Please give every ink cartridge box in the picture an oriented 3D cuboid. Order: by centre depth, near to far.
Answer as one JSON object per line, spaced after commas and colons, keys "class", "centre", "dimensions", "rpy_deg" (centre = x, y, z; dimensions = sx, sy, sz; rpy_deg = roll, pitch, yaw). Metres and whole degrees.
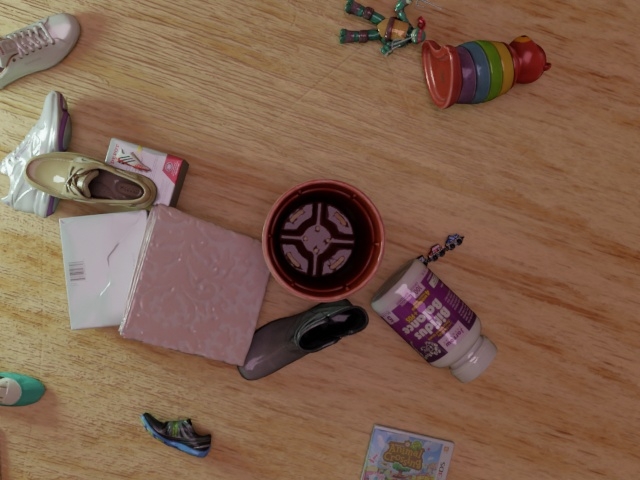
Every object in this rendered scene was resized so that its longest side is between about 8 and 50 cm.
{"class": "ink cartridge box", "centre": [-0.423, -0.156, 1.888], "dimensions": [0.176, 0.127, 0.128], "rpy_deg": [18, 89, -4]}

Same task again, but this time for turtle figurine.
{"class": "turtle figurine", "centre": [0.172, -0.521, 1.932], "dimensions": [0.234, 0.118, 0.175], "rpy_deg": [11, 75, 11]}

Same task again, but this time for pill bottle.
{"class": "pill bottle", "centre": [0.282, 0.202, 1.921], "dimensions": [0.301, 0.169, 0.169], "rpy_deg": [43, 88, -3]}

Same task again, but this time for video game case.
{"class": "video game case", "centre": [0.216, 0.582, 1.993], "dimensions": [0.213, 0.023, 0.193], "rpy_deg": [14, 90, -4]}

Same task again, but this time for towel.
{"class": "towel", "centre": [-0.284, 0.112, 1.852], "dimensions": [0.332, 0.053, 0.316], "rpy_deg": [22, 77, -31]}

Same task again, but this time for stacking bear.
{"class": "stacking bear", "centre": [0.418, -0.426, 1.934], "dimensions": [0.289, 0.175, 0.164], "rpy_deg": [-13, 113, -13]}

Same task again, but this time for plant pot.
{"class": "plant pot", "centre": [0.000, 0.000, 1.851], "dimensions": [0.273, 0.265, 0.272], "rpy_deg": [0, 90, -4]}

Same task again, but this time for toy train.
{"class": "toy train", "centre": [0.295, 0.028, 1.992], "dimensions": [0.158, 0.027, 0.036], "rpy_deg": [-33, 82, -2]}

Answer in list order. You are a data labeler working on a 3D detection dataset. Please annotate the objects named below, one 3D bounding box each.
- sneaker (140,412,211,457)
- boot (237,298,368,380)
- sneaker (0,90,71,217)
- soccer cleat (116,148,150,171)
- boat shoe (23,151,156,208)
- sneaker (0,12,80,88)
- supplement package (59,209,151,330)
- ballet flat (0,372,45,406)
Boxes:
{"class": "sneaker", "centre": [-0.355, 0.470, 1.940], "dimensions": [0.188, 0.067, 0.078], "rpy_deg": [25, 68, -2]}
{"class": "boot", "centre": [-0.056, 0.233, 1.871], "dimensions": [0.338, 0.223, 0.118], "rpy_deg": [-33, 93, -3]}
{"class": "sneaker", "centre": [-0.684, -0.212, 1.876], "dimensions": [0.152, 0.114, 0.305], "rpy_deg": [11, 90, -5]}
{"class": "soccer cleat", "centre": [-0.429, -0.184, 1.809], "dimensions": [0.083, 0.029, 0.035], "rpy_deg": [21, 92, 2]}
{"class": "boat shoe", "centre": [-0.525, -0.136, 1.771], "dimensions": [0.303, 0.098, 0.109], "rpy_deg": [13, 91, -1]}
{"class": "sneaker", "centre": [-0.705, -0.451, 1.869], "dimensions": [0.290, 0.123, 0.106], "rpy_deg": [-35, 91, -4]}
{"class": "supplement package", "centre": [-0.493, 0.068, 1.877], "dimensions": [0.204, 0.145, 0.261], "rpy_deg": [-6, 91, -4]}
{"class": "ballet flat", "centre": [-0.796, 0.355, 1.889], "dimensions": [0.248, 0.087, 0.083], "rpy_deg": [12, 90, -4]}
